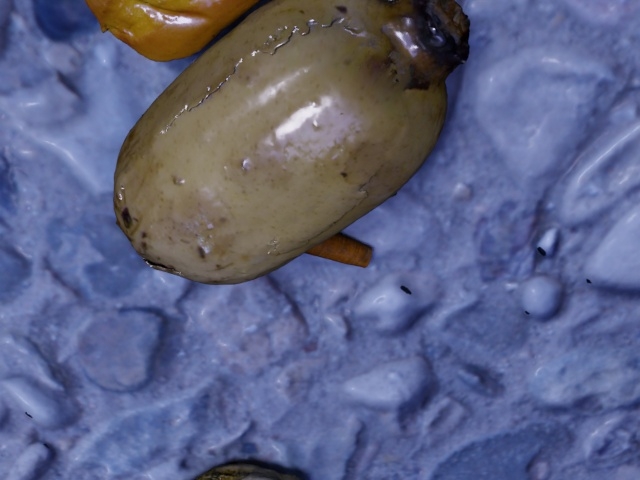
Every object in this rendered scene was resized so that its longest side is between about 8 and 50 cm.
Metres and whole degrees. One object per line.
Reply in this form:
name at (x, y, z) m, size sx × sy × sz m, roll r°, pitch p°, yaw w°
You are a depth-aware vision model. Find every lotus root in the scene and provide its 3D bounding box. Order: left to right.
lotus root at (-0.022, -0.076, 0.478) m, size 0.284 × 0.146 × 0.160 m, roll -33°, pitch 140°, yaw 23°

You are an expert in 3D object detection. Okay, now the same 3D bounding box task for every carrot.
carrot at (0.000, 0.000, 0.585) m, size 0.093 × 0.032 × 0.032 m, roll 20°, pitch 116°, yaw -19°

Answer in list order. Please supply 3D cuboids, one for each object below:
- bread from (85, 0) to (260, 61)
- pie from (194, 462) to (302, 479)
bread at (-0.049, -0.214, 0.434) m, size 0.246 × 0.094 × 0.102 m, roll -32°, pitch 120°, yaw 14°
pie at (-0.092, 0.310, 0.721) m, size 0.163 × 0.079 × 0.193 m, roll 32°, pitch 110°, yaw -23°
